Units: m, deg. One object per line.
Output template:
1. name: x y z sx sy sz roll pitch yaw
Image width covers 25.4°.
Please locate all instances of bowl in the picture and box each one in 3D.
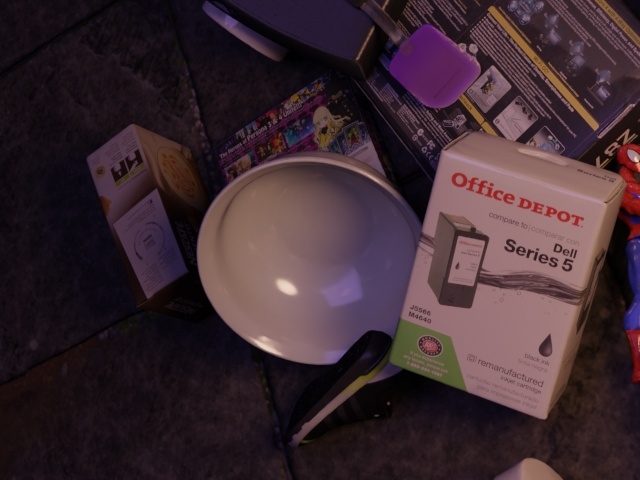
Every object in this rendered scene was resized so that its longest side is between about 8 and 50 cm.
1. bowl: 0.000 0.000 1.800 0.298 0.298 0.134 -30 22 23

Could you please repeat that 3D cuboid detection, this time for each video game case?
1. video game case: -0.019 -0.094 1.929 0.232 0.042 0.210 -32 64 23

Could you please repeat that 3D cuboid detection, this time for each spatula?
1. spatula: 0.067 -0.280 1.755 0.296 0.030 0.084 45 107 12

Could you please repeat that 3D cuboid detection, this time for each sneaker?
1. sneaker: 0.042 0.208 1.793 0.235 0.097 0.084 -45 15 38

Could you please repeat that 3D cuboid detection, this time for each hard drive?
1. hard drive: -0.019 -0.331 1.821 0.254 0.054 0.172 29 94 13

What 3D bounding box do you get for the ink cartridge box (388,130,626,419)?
1. ink cartridge box: 0.212 0.036 1.626 0.198 0.115 0.273 19 112 18

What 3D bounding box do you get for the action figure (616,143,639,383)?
1. action figure: 0.400 0.012 1.607 0.139 0.091 0.280 -21 69 36

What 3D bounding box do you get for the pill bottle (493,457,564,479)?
1. pill bottle: 0.137 0.411 1.607 0.363 0.210 0.210 -38 61 19

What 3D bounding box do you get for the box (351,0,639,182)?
1. box: 0.224 -0.225 1.774 0.318 0.097 0.395 -46 58 18

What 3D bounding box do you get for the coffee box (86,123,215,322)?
1. coffee box: -0.217 -0.022 1.980 0.098 0.141 0.247 -33 62 21

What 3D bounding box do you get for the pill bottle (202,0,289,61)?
1. pill bottle: -0.029 -0.396 1.937 0.160 0.160 0.283 42 102 32
